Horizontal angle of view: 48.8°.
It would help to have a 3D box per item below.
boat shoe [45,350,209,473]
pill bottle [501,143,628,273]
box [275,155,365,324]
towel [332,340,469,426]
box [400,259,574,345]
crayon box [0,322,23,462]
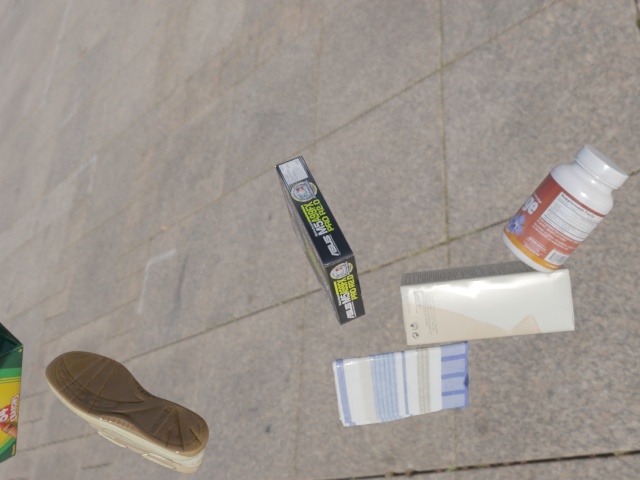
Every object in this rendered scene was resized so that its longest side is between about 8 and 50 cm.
[{"bbox_3d":[-0.364,0.324,1.300,0.121,0.341,0.110,-47,-22,-44],"label":"boat shoe"},{"bbox_3d":[0.429,-0.056,1.239,0.216,0.121,0.121,-55,37,24],"label":"pill bottle"},{"bbox_3d":[0.000,0.000,1.379,0.060,0.216,0.270,-22,54,-6],"label":"box"},{"bbox_3d":[0.170,0.301,1.483,0.285,0.209,0.034,-9,38,1],"label":"towel"},{"bbox_3d":[0.317,0.116,1.372,0.311,0.148,0.121,-6,97,10],"label":"box"},{"bbox_3d":[-0.788,0.380,1.451,0.106,0.313,0.362,34,126,23],"label":"crayon box"}]
